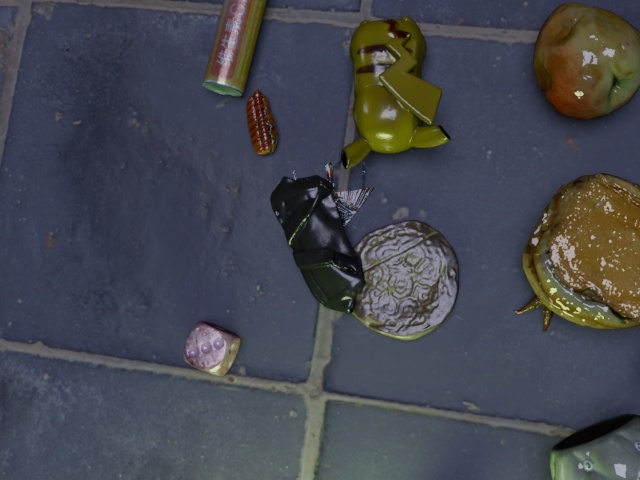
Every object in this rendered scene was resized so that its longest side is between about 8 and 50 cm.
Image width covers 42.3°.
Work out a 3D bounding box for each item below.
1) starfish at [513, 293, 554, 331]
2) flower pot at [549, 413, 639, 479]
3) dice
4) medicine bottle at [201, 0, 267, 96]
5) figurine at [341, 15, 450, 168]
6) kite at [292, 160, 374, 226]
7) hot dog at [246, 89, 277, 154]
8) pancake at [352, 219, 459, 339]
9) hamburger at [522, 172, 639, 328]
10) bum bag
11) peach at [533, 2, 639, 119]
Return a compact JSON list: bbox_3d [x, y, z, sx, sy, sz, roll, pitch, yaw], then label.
[{"bbox_3d":[0.445,0.108,1.652,0.133,0.041,0.130,-30,78,4],"label":"starfish"},{"bbox_3d":[0.540,0.436,1.497,0.246,0.246,0.195,-26,80,5],"label":"flower pot"},{"bbox_3d":[-0.226,0.224,1.716,0.093,0.094,0.091,22,88,12],"label":"dice"},{"bbox_3d":[-0.158,-0.528,1.799,0.108,0.108,0.425,12,86,10],"label":"medicine bottle"},{"bbox_3d":[0.150,-0.302,1.685,0.218,0.169,0.326,-5,81,13],"label":"figurine"},{"bbox_3d":[0.024,-0.089,1.759,0.183,0.010,0.160,-7,82,8],"label":"kite"},{"bbox_3d":[-0.128,-0.256,1.790,0.062,0.038,0.144,-12,81,8],"label":"hot dog"},{"bbox_3d":[0.167,0.083,1.703,0.250,0.031,0.250,-1,82,9],"label":"pancake"},{"bbox_3d":[0.545,0.027,1.574,0.319,0.158,0.318,-1,74,4],"label":"hamburger"},{"bbox_3d":[0.000,0.000,1.705,0.142,0.080,0.326,-30,78,25],"label":"bum bag"},{"bbox_3d":[0.525,-0.365,1.630,0.214,0.214,0.235,-27,62,5],"label":"peach"}]
